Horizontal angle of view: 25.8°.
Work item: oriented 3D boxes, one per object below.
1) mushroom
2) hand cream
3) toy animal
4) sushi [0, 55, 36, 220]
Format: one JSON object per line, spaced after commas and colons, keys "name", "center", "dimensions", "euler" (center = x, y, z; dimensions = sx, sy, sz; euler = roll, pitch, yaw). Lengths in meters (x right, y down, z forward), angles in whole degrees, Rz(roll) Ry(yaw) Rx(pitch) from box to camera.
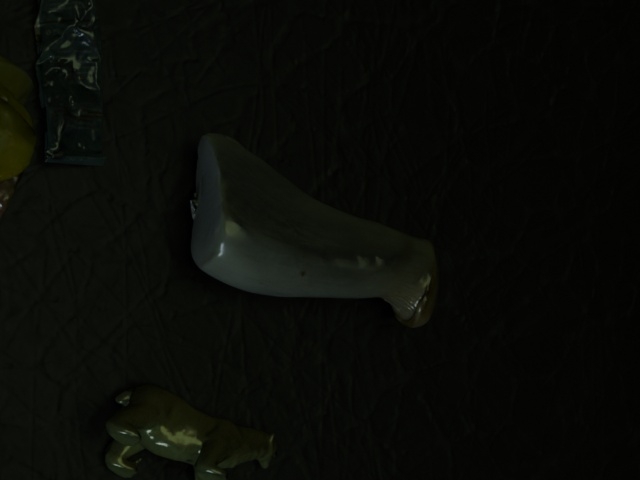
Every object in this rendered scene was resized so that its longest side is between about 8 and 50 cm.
{"name": "mushroom", "center": [0.000, 0.000, 1.592], "dimensions": [0.329, 0.122, 0.159], "euler": [18, 87, -24]}
{"name": "hand cream", "center": [-0.271, -0.206, 1.513], "dimensions": [0.075, 0.052, 0.247], "euler": [-4, 88, -26]}
{"name": "toy animal", "center": [-0.139, 0.220, 1.532], "dimensions": [0.219, 0.103, 0.101], "euler": [26, 51, -18]}
{"name": "sushi", "center": [-0.443, -0.103, 1.292], "dimensions": [0.329, 0.285, 0.327], "euler": [-19, 94, -25]}
